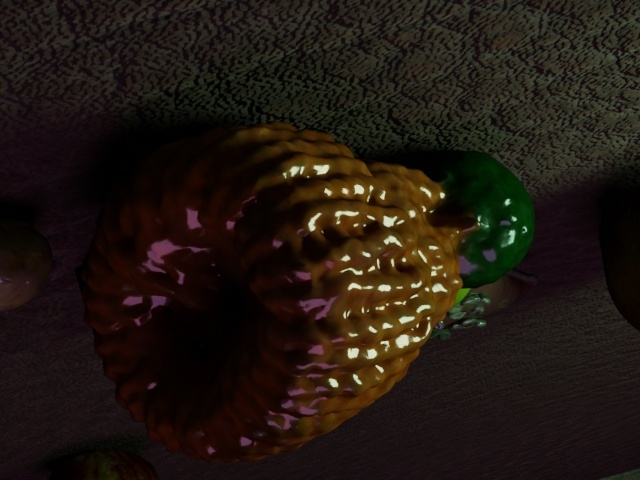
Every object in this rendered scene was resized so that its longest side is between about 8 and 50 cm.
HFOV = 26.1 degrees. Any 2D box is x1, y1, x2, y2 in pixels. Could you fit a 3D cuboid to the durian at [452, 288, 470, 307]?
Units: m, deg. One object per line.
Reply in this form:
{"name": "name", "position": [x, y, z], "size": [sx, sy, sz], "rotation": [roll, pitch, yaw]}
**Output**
{"name": "durian", "position": [0.069, 0.045, 1.421], "size": [0.250, 0.101, 0.139], "rotation": [-13, 158, -7]}

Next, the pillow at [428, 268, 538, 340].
{"name": "pillow", "position": [0.148, 0.065, 1.564], "size": [0.171, 0.075, 0.179], "rotation": [-25, 158, 19]}

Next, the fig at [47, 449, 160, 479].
{"name": "fig", "position": [-0.289, 0.391, 1.876], "size": [0.175, 0.207, 0.175], "rotation": [-4, 161, -2]}

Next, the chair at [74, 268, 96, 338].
{"name": "chair", "position": [-0.182, 0.068, 1.330], "size": [0.101, 0.084, 0.212], "rotation": [-8, 158, -28]}

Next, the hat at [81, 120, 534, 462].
{"name": "hat", "position": [0.000, 0.000, 1.183], "size": [0.285, 0.285, 0.400], "rotation": [-35, 178, 40]}

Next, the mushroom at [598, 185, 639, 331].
{"name": "mushroom", "position": [0.476, -0.001, 1.514], "size": [0.345, 0.259, 0.345], "rotation": [12, 164, 3]}

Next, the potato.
{"name": "potato", "position": [-0.301, 0.021, 1.132], "size": [0.170, 0.080, 0.107], "rotation": [0, 161, -29]}
